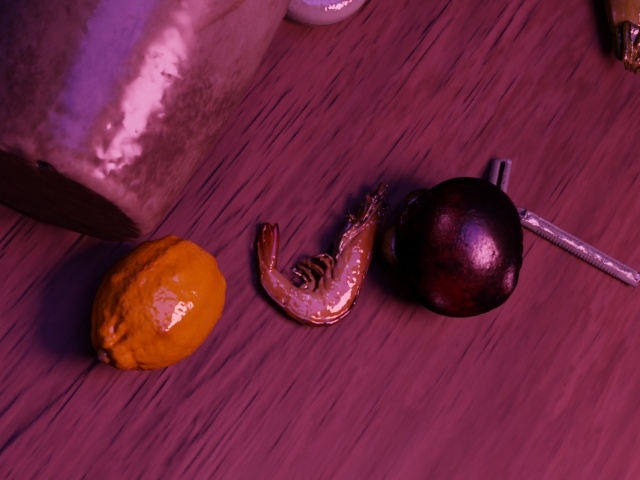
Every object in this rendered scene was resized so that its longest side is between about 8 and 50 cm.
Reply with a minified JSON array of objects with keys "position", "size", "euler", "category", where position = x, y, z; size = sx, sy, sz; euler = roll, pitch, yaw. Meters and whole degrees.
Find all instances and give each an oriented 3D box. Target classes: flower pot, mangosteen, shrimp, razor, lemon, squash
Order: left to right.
[{"position":[-0.199,-0.189,1.329],"size":[0.293,0.293,0.330],"euler":[27,74,-14],"category":"flower pot"},{"position":[-0.154,0.062,1.361],"size":[0.114,0.114,0.155],"euler":[43,56,-7],"category":"lemon"},{"position":[0.000,0.000,1.491],"size":[0.124,0.034,0.178],"euler":[26,72,-7],"category":"shrimp"},{"position":[0.135,0.006,1.488],"size":[0.152,0.152,0.152],"euler":[6,74,-21],"category":"mangosteen"},{"position":[0.267,-0.005,1.603],"size":[0.211,0.036,0.084],"euler":[33,47,-17],"category":"razor"},{"position":[0.374,-0.349,1.707],"size":[0.094,0.094,0.341],"euler":[7,71,-21],"category":"squash"}]

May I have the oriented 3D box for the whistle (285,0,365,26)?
[{"position":[-0.051,-0.300,1.532],"size":[0.258,0.067,0.126],"euler":[14,78,-14],"category":"whistle"}]
